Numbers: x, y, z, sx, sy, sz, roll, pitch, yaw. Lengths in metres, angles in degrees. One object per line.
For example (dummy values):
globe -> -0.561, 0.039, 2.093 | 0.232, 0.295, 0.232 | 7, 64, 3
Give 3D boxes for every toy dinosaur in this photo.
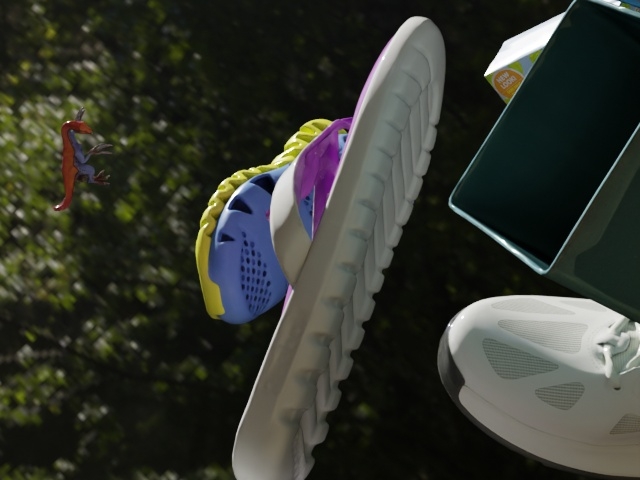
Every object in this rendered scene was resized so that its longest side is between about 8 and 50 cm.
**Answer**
toy dinosaur -> -0.220, -0.074, 1.486 | 0.090, 0.047, 0.082 | -60, -27, -13

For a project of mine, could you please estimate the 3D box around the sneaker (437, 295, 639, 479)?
sneaker -> 0.323, 0.069, 1.277 | 0.257, 0.447, 0.169 | 95, -171, -48

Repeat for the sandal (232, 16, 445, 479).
sandal -> -0.002, -0.007, 1.289 | 0.169, 0.102, 0.416 | 73, -145, -64

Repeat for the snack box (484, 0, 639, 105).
snack box -> 0.296, -0.136, 1.637 | 0.207, 0.174, 0.070 | 49, -133, -17

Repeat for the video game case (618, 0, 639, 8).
video game case -> 0.274, -0.236, 1.148 | 0.119, 0.015, 0.166 | 14, -84, -20

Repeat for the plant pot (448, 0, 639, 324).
plant pot -> 0.243, -0.019, 1.053 | 0.234, 0.166, 0.165 | 29, -84, -22

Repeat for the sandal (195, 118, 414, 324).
sandal -> -0.010, -0.024, 1.618 | 0.317, 0.138, 0.126 | -49, -42, -45
